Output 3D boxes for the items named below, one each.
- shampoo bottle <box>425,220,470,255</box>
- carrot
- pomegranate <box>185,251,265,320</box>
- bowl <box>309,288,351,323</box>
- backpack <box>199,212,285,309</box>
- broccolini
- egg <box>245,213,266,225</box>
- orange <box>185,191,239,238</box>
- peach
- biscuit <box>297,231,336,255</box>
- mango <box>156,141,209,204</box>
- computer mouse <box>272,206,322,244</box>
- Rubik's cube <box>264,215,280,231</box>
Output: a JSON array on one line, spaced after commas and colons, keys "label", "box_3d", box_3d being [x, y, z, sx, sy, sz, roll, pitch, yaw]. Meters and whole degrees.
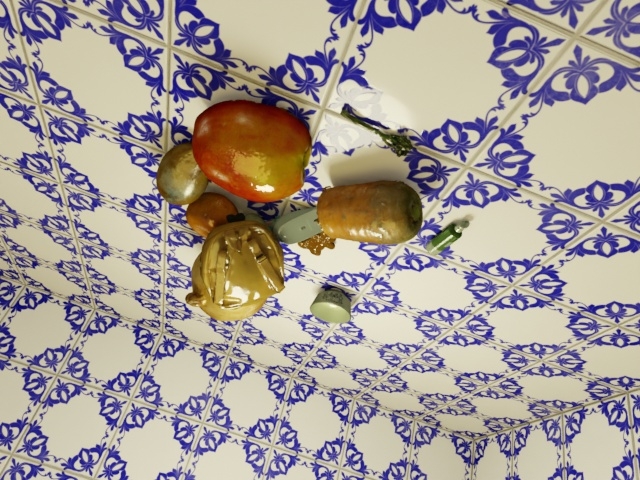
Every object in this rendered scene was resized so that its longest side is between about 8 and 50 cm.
[{"label": "shampoo bottle", "box_3d": [0.479, -0.013, 1.839, 0.065, 0.065, 0.204, 25, 145, -11]}, {"label": "carrot", "box_3d": [0.176, -0.095, 1.711, 0.341, 0.224, 0.224, -1, 142, 31]}, {"label": "pomegranate", "box_3d": [-0.428, 0.195, 2.215, 0.410, 0.410, 0.410, 11, 145, 8]}, {"label": "bowl", "box_3d": [0.060, 0.316, 2.434, 0.211, 0.112, 0.211, 11, 147, 8]}, {"label": "backpack", "box_3d": [-0.303, 0.085, 1.944, 0.353, 0.201, 0.378, -10, 120, -22]}, {"label": "broccolini", "box_3d": [0.174, -0.333, 1.523, 0.254, 0.057, 0.071, 23, 103, -14]}, {"label": "egg", "box_3d": [-0.279, -0.048, 2.062, 0.114, 0.114, 0.152, -1, 145, 24]}, {"label": "orange", "box_3d": [-0.436, -0.098, 2.009, 0.224, 0.170, 0.224, 21, 153, 11]}, {"label": "peach", "box_3d": [-0.235, -0.288, 1.597, 0.380, 0.242, 0.306, 10, 150, 10]}, {"label": "biscuit", "box_3d": [0.000, 0.000, 2.083, 0.138, 0.031, 0.205, 30, 144, -19]}, {"label": "mango", "box_3d": [-0.512, -0.254, 1.849, 0.193, 0.146, 0.316, 26, 135, -19]}, {"label": "computer mouse", "box_3d": [-0.085, -0.064, 1.973, 0.231, 0.079, 0.128, -21, 130, 3]}, {"label": "Rubik's cube", "box_3d": [-0.182, -0.060, 2.039, 0.073, 0.084, 0.075, -6, 121, 35]}]
